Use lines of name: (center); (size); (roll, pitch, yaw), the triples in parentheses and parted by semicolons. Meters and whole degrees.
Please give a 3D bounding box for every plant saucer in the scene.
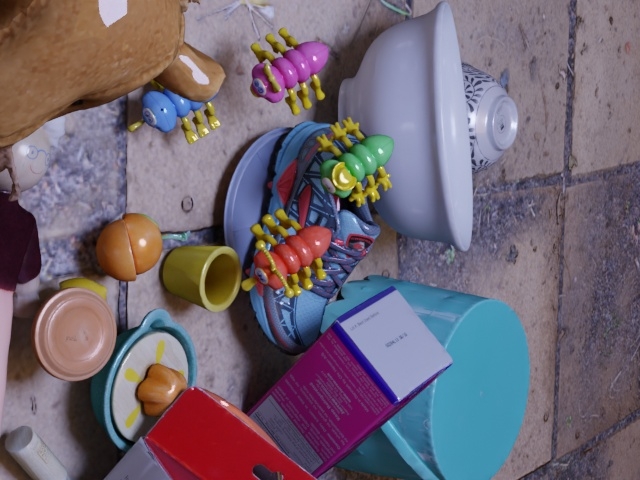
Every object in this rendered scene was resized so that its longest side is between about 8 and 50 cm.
plant saucer: (-0.216, 0.083, 0.996); (0.083, 0.013, 0.083); (1, 89, -43)

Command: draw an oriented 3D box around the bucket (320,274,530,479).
bucket: (0.129, 0.183, 1.434); (0.281, 0.183, 0.281); (-10, 103, -50)

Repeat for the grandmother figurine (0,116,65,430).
grandmother figurine: (-0.285, 0.033, 0.935); (0.208, 0.104, 0.342); (40, 62, -81)

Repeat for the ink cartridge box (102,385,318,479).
ink cartridge box: (-0.092, 0.339, 1.087); (0.272, 0.130, 0.309); (-50, 120, -5)

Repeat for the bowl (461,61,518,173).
bowl: (0.228, -0.167, 1.590); (0.170, 0.080, 0.170); (-12, 106, -52)

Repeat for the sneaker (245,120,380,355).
sneaker: (0.000, 0.000, 1.228); (0.104, 0.125, 0.262); (7, 91, -51)

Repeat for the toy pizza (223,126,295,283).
toy pizza: (-0.047, -0.030, 1.293); (0.201, 0.032, 0.201); (-12, 106, -50)

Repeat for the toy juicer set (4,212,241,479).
toy juicer set: (-0.188, 0.130, 1.077); (0.209, 0.089, 0.329); (41, 66, -55)

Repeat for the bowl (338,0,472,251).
bowl: (0.100, -0.130, 1.345); (0.298, 0.134, 0.298); (-4, 90, -78)

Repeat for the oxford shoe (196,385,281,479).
oxford shoe: (-0.095, 0.271, 1.233); (0.098, 0.097, 0.271); (-46, 130, -30)

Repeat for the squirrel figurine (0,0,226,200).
squirrel figurine: (-0.221, -0.200, 0.756); (0.397, 0.370, 0.281); (-52, 133, -34)

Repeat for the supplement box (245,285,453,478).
supplement box: (0.026, 0.169, 1.259); (0.114, 0.220, 0.111); (52, 42, 11)

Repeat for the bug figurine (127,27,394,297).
bug figurine: (-0.045, -0.090, 1.128); (0.216, 0.072, 0.279); (-38, 98, -15)
